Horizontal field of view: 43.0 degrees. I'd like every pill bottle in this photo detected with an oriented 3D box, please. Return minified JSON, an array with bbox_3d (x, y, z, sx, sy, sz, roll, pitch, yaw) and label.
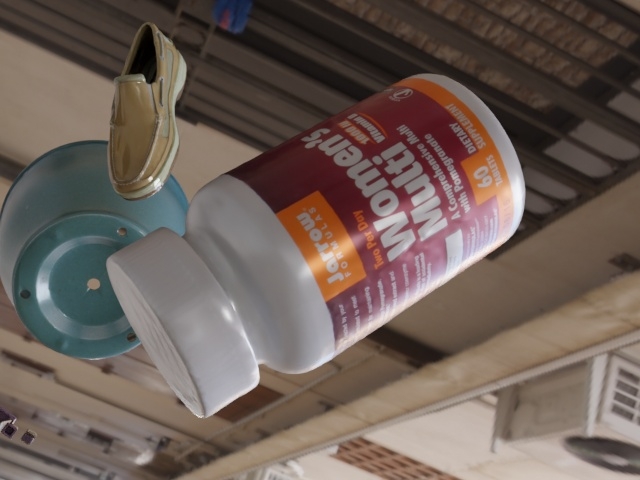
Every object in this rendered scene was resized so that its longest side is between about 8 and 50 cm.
[{"bbox_3d":[0.000,0.000,0.469,0.221,0.121,0.121,-31,177,-22],"label":"pill bottle"}]

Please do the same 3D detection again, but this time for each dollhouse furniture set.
[{"bbox_3d":[-0.570,0.363,1.413,0.114,0.091,0.081,-54,-179,-9],"label":"dollhouse furniture set"}]

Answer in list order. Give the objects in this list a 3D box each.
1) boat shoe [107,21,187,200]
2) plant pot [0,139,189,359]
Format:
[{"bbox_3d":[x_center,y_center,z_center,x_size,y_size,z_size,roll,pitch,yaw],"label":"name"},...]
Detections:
[{"bbox_3d":[-0.173,-0.128,0.767,0.072,0.068,0.190,68,16,-54],"label":"boat shoe"},{"bbox_3d":[-0.289,0.024,1.054,0.272,0.271,0.255,-64,-160,8],"label":"plant pot"}]
